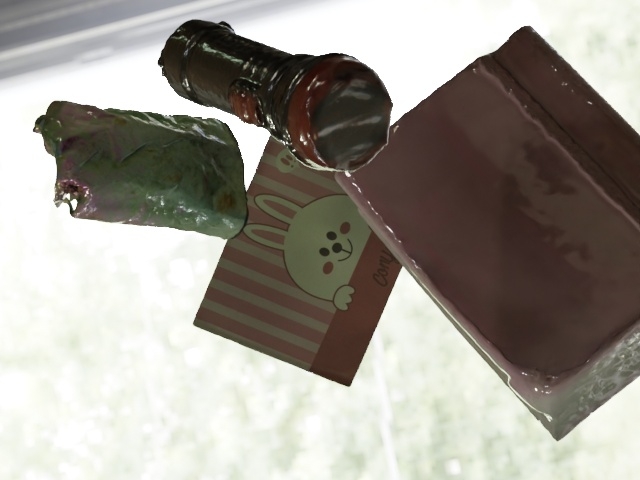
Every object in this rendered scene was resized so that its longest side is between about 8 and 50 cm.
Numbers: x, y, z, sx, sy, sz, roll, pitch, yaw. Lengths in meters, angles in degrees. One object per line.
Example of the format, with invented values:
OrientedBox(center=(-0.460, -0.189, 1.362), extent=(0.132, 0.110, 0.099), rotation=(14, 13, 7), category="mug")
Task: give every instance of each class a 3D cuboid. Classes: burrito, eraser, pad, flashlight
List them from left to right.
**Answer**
OrientedBox(center=(-0.182, -0.079, 1.851), extent=(0.229, 0.089, 0.144), rotation=(5, -114, -40), category="burrito")
OrientedBox(center=(-0.044, -0.117, 1.367), extent=(0.232, 0.093, 0.093), rotation=(24, 142, 49), category="flashlight")
OrientedBox(center=(0.000, 0.000, 2.021), extent=(0.005, 0.202, 0.300), rotation=(-94, 27, -76), category="pad")
OrientedBox(center=(0.225, -0.014, 1.841), extent=(0.359, 0.272, 0.122), rotation=(52, 177, 32), category="eraser")
